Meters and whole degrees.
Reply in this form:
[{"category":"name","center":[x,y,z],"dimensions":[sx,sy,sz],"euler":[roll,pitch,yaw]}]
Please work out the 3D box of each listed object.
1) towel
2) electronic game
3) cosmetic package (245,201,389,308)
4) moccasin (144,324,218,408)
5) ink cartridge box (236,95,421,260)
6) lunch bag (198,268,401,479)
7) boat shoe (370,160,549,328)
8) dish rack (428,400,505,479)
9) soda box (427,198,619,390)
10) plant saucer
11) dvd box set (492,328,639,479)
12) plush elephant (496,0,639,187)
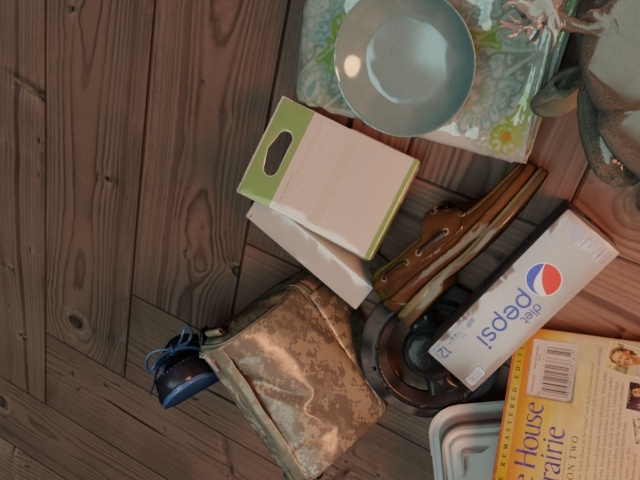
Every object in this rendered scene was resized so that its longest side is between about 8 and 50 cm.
[{"category":"towel","center":[0.146,-0.298,0.873],"dimensions":[0.375,0.090,0.320],"euler":[20,119,19]},{"category":"electronic game","center":[0.179,0.178,1.056],"dimensions":[0.229,0.048,0.229],"euler":[1,98,5]},{"category":"cosmetic package","center":[0.000,0.000,1.081],"dimensions":[0.239,0.099,0.060],"euler":[40,125,6]},{"category":"moccasin","center":[-0.258,0.234,1.209],"dimensions":[0.116,0.138,0.342],"euler":[60,170,6]},{"category":"ink cartridge box","center":[0.013,-0.095,1.003],"dimensions":[0.235,0.056,0.171],"euler":[27,96,9]},{"category":"lunch bag","center":[-0.043,0.225,1.111],"dimensions":[0.213,0.256,0.305],"euler":[-28,97,34]},{"category":"boat shoe","center":[0.191,-0.010,0.945],"dimensions":[0.104,0.111,0.307],"euler":[46,107,16]},{"category":"dish rack","center":[0.331,0.418,1.043],"dimensions":[0.286,0.072,0.332],"euler":[-7,107,6]},{"category":"soda box","center":[0.284,0.079,0.929],"dimensions":[0.091,0.098,0.286],"euler":[42,110,6]},{"category":"plant saucer","center":[0.112,-0.234,0.850],"dimensions":[0.195,0.037,0.194],"euler":[13,120,24]},{"category":"dvd box set","center":[0.457,0.293,0.873],"dimensions":[0.421,0.307,0.062],"euler":[5,157,26]},{"category":"plush elephant","center":[0.363,-0.209,0.697],"dimensions":[0.330,0.255,0.271],"euler":[32,126,12]}]
